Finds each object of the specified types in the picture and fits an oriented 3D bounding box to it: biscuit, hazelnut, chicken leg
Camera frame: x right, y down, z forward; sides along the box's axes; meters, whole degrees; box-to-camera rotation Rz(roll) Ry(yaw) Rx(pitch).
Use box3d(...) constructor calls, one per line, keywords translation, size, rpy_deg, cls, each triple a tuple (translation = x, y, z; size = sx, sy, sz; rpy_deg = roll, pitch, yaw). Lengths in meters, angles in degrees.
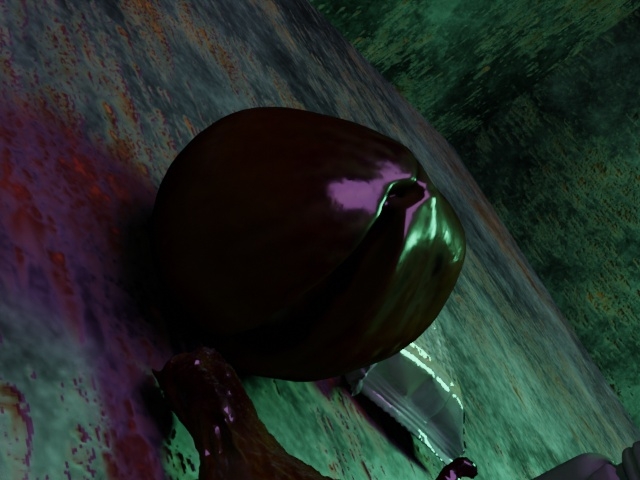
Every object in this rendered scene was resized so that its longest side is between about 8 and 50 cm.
box3d(translation=(0.080, 0.086, 0.824), size=(0.186, 0.079, 0.309), rpy_deg=(44, 19, -31), cls="biscuit")
box3d(translation=(0.000, 0.000, 0.569), size=(0.251, 0.217, 0.217), rpy_deg=(34, 25, -38), cls="hazelnut")
box3d(translation=(0.032, 0.180, 0.420), size=(0.322, 0.083, 0.177), rpy_deg=(23, 41, -5), cls="chicken leg")

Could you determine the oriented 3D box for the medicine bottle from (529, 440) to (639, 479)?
box3d(translation=(0.186, 0.232, 0.516), size=(0.143, 0.258, 0.143), rpy_deg=(46, 20, -22), cls="medicine bottle")
